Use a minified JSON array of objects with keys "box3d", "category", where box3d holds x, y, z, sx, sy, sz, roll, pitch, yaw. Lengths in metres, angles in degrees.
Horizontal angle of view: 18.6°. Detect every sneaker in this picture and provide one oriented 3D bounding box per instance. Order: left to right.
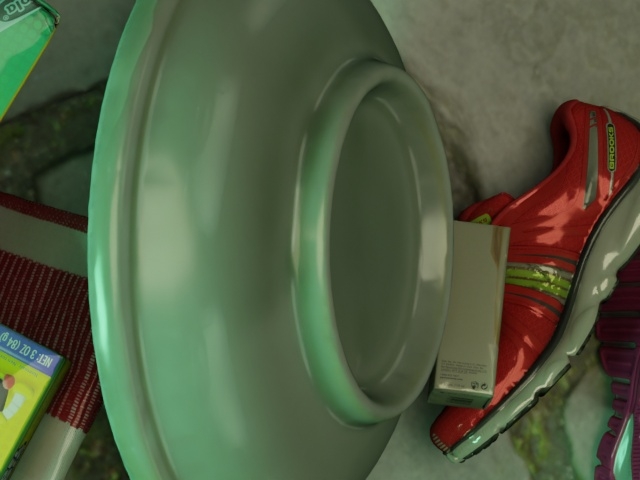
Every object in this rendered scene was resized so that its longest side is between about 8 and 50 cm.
[{"box3d":[0.140,0.026,1.370,0.118,0.107,0.279,31,77,1],"category":"sneaker"},{"box3d":[0.268,0.099,1.407,0.111,0.103,0.252,1,97,-24],"category":"sneaker"}]

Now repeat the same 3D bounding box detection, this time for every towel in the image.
[{"box3d":[-0.231,0.125,1.156,0.037,0.237,0.329,31,80,-42],"category":"towel"}]

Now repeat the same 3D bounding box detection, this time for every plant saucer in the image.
[{"box3d":[0.000,0.000,1.170,0.100,0.400,0.400,0,91,23],"category":"plant saucer"}]

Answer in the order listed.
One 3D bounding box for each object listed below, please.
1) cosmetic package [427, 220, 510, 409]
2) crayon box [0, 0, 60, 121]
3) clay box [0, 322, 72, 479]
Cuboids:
[{"box3d":[0.098,0.050,1.288,0.041,0.060,0.115,7,77,1],"category":"cosmetic package"},{"box3d":[-0.273,-0.034,1.170,0.081,0.165,0.278,33,81,-17],"category":"crayon box"},{"box3d":[-0.243,0.133,1.051,0.127,0.053,0.222,27,82,2],"category":"clay box"}]
